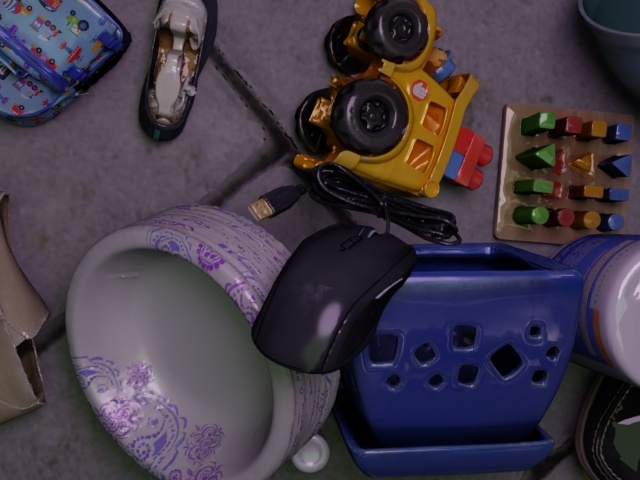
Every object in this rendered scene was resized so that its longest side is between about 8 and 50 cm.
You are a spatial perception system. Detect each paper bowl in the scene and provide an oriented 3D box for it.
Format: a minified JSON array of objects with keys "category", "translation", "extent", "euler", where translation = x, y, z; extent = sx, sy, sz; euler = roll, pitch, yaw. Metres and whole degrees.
[{"category":"paper bowl","translation":[-0.110,0.101,0.895],"extent":[0.284,0.148,0.284],"euler":[13,115,30]}]

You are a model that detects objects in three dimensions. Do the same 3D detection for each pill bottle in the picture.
[{"category":"pill bottle","translation":[-0.015,0.228,0.979],"extent":[0.043,0.083,0.044],"euler":[0,91,-6]},{"category":"pill bottle","translation":[0.315,0.068,0.920],"extent":[0.152,0.272,0.153],"euler":[0,92,-6]}]

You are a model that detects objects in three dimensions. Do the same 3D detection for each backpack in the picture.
[{"category":"backpack","translation":[-0.308,-0.206,0.916],"extent":[0.173,0.117,0.158],"euler":[-42,106,4]}]

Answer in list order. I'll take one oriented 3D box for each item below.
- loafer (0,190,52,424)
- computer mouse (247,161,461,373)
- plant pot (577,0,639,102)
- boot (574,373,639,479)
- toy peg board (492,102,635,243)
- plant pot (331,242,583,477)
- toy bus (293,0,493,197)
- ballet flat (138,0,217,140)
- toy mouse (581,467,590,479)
[{"category":"loafer","translation":[-0.337,0.067,0.937],"extent":[0.092,0.102,0.269],"euler":[-1,100,-8]},{"category":"computer mouse","translation":[0.000,0.000,0.776],"extent":[0.184,0.262,0.060],"euler":[24,131,23]},{"category":"plant pot","translation":[0.451,-0.223,0.948],"extent":[0.293,0.293,0.196],"euler":[-33,122,-5]},{"category":"boot","translation":[0.453,0.127,0.920],"extent":[0.377,0.284,0.138],"euler":[-39,87,-9]},{"category":"toy peg board","translation":[0.294,-0.075,1.012],"extent":[0.160,0.079,0.161],"euler":[5,91,-6]},{"category":"plant pot","translation":[0.119,0.120,0.924],"extent":[0.235,0.236,0.212],"euler":[0,97,-7]},{"category":"toy bus","translation":[0.101,-0.149,0.966],"extent":[0.211,0.149,0.220],"euler":[21,86,-20]},{"category":"ballet flat","translation":[-0.156,-0.209,0.963],"extent":[0.074,0.074,0.203],"euler":[13,89,-7]},{"category":"toy mouse","translation":[0.337,0.324,1.048],"extent":[0.160,0.031,0.143],"euler":[-8,92,-6]}]
